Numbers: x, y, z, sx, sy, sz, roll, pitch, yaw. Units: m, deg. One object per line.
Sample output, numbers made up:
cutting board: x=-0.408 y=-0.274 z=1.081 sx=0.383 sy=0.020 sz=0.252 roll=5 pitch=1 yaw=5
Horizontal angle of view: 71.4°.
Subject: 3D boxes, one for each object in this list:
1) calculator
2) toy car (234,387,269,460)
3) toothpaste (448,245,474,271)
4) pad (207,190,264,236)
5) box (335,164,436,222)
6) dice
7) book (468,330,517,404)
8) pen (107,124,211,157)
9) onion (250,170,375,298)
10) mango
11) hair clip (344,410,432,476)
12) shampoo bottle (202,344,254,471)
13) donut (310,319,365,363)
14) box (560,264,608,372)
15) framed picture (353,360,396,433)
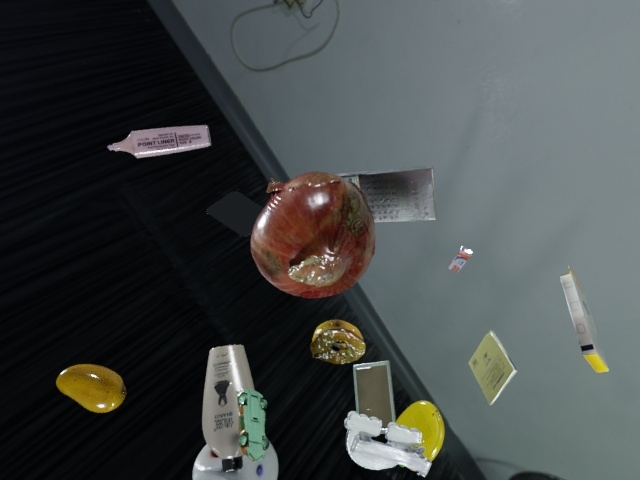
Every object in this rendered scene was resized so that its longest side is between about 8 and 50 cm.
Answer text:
calculator: x=0.254 y=0.529 z=1.198 sx=0.234 sy=0.032 sz=0.146 roll=-63 pitch=33 yaw=31
toy car: x=-0.119 y=0.315 z=0.766 sx=0.035 sy=0.121 sz=0.059 roll=-28 pitch=139 yaw=24
toothpaste: x=0.505 y=0.071 z=1.606 sx=0.047 sy=0.040 sz=0.196 roll=24 pitch=167 yaw=13
pad: x=-0.381 y=-0.050 z=1.799 sx=0.250 sy=0.323 sz=0.055 roll=33 pitch=167 yaw=27
box: x=0.215 y=-0.148 z=1.489 sx=0.326 sy=0.047 sz=0.180 roll=-2 pitch=115 yaw=18
dice: x=-0.257 y=0.704 z=1.364 sx=0.194 sy=0.193 sz=0.191 roll=-15 pitch=104 yaw=27
book: x=0.575 y=0.426 z=1.508 sx=0.013 sy=0.192 sz=0.167 roll=14 pitch=117 yaw=-13
pen: x=-0.319 y=-0.196 z=0.881 sx=0.198 sy=0.032 sz=0.053 roll=-9 pitch=107 yaw=-5
onion: x=-0.019 y=-0.017 z=1.193 sx=0.354 sy=0.354 sz=0.353 roll=19 pitch=128 yaw=26
mango: x=-0.396 y=0.255 z=0.774 sx=0.115 sy=0.060 sz=0.080 roll=23 pitch=111 yaw=-8
hair clip: x=0.148 y=0.486 z=1.042 sx=0.221 sy=0.054 sz=0.140 roll=17 pitch=109 yaw=-4
shampoo bottle: x=-0.198 y=0.362 z=0.970 sx=0.127 sy=0.256 sz=0.078 roll=-13 pitch=155 yaw=7
donut: x=0.058 y=0.341 z=1.517 sx=0.191 sy=0.074 sz=0.174 roll=15 pitch=122 yaw=-14
box: x=0.663 y=0.196 z=1.128 sx=0.033 sy=0.247 sz=0.129 roll=-24 pitch=133 yaw=33
framed picture: x=0.234 y=0.682 z=1.936 sx=0.231 sy=0.018 sz=0.292 roll=-25 pitch=60 yaw=46
